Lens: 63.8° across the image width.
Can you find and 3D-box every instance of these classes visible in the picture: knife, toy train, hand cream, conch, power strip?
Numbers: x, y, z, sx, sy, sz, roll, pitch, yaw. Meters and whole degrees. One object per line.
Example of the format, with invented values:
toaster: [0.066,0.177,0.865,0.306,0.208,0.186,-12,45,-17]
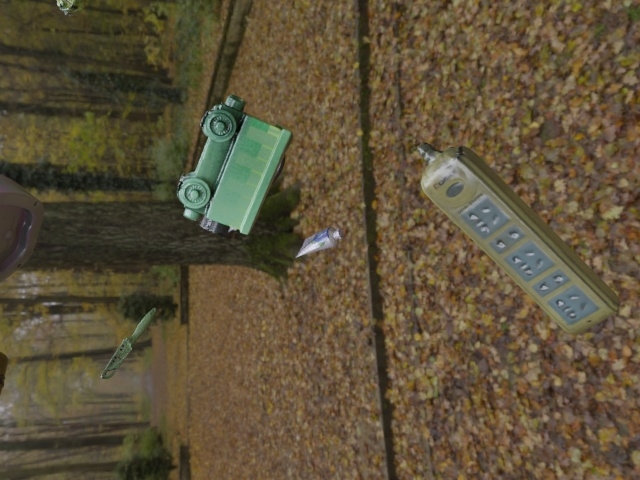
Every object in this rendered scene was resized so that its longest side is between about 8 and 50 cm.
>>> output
knife: [-0.627,0.332,1.696,0.020,0.043,0.293,-33,23,45]
toy train: [-0.199,-0.165,1.163,0.300,0.202,0.120,-65,19,12]
hand cream: [0.000,0.000,1.378,0.142,0.053,0.084,-17,28,32]
conch: [-0.532,-0.539,1.092,0.201,0.080,0.094,-2,108,50]
power strip: [0.289,-0.011,0.789,0.092,0.387,0.066,-46,-1,37]

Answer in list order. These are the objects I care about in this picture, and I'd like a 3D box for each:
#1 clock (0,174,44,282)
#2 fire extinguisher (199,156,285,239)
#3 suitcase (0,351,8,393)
clock: [-0.833,-0.007,1.230,0.338,0.102,0.338,-56,-8,-11]
fire extinguisher: [-0.225,-0.183,1.601,0.113,0.200,0.375,20,-88,-82]
suitcase: [-0.739,0.243,0.970,0.193,0.235,0.143,81,-178,-54]
